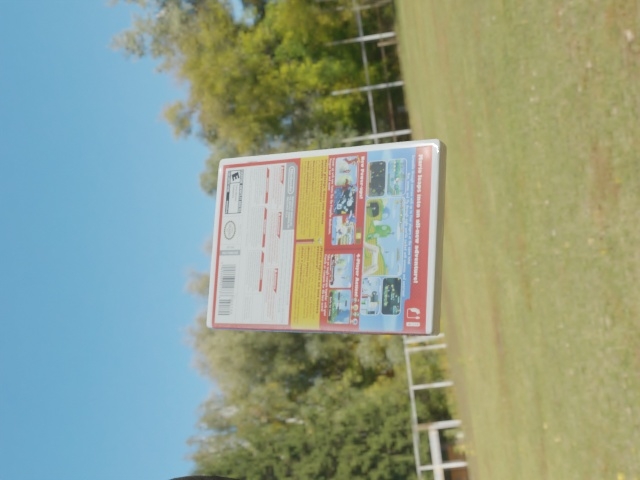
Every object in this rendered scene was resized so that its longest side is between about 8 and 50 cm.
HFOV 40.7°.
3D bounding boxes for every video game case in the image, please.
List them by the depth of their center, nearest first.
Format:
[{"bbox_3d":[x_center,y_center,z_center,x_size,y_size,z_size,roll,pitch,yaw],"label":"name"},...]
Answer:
[{"bbox_3d":[0.000,0.000,0.953,0.025,0.285,0.204,18,-107,-58],"label":"video game case"}]

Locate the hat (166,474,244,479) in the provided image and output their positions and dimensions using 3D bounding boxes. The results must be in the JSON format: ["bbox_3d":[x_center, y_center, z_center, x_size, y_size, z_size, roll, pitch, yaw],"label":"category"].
[{"bbox_3d":[-0.091,0.331,0.557,0.134,0.331,0.331,89,179,-47],"label":"hat"}]
